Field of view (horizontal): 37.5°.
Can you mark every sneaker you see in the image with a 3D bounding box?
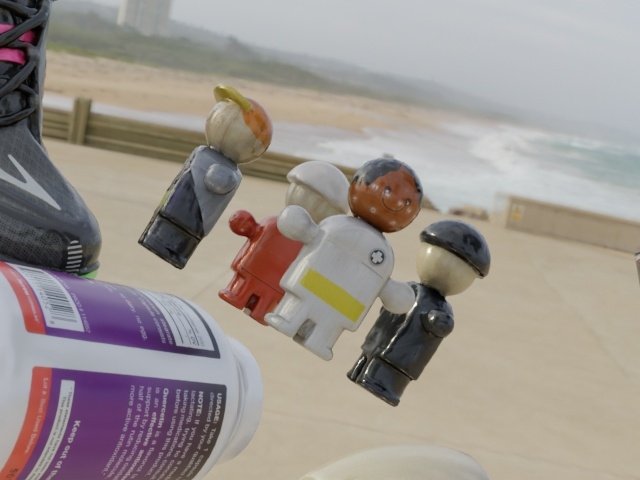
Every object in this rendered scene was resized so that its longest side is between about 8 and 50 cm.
[{"bbox_3d":[-0.328,-0.171,0.839,0.483,0.202,0.185,59,24,11],"label":"sneaker"}]

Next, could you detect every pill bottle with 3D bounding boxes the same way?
[{"bbox_3d":[-0.192,0.122,0.763,0.181,0.182,0.323,18,-1,36],"label":"pill bottle"}]

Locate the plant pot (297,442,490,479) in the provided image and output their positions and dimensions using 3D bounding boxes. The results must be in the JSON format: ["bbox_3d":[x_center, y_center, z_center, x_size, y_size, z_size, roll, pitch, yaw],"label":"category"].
[{"bbox_3d":[0.054,0.366,1.124,0.191,0.284,0.284,22,4,-23],"label":"plant pot"}]

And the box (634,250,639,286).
[{"bbox_3d":[0.206,0.030,0.492,0.052,0.062,0.083,-8,-4,1],"label":"box"}]

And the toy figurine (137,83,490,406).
[{"bbox_3d":[0.000,0.000,0.684,0.213,0.148,0.209,28,-8,33],"label":"toy figurine"}]
